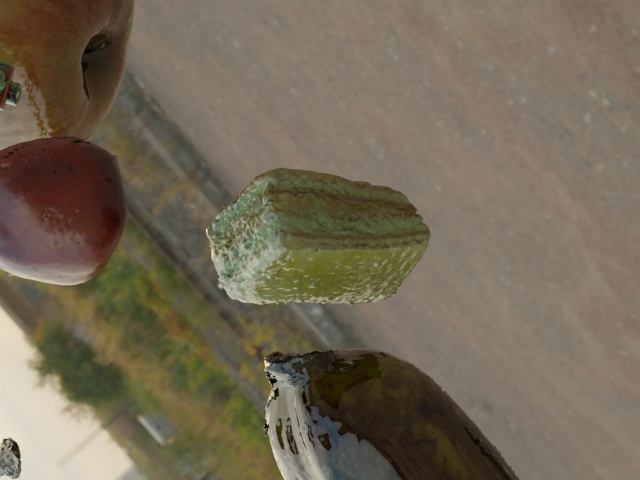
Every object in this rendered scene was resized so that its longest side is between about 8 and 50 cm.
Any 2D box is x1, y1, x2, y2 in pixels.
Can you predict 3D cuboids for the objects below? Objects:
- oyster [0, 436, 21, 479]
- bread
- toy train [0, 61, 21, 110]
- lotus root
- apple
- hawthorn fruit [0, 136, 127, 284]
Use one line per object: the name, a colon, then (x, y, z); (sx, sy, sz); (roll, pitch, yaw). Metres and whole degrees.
oyster: (-0.411, 0.285, 1.495); (0.019, 0.054, 0.083); (7, 171, -39)
bread: (0.000, 0.000, 1.143); (0.138, 0.196, 0.102); (-43, 51, 50)
toy train: (-0.432, -0.193, 1.294); (0.176, 0.074, 0.118); (16, 177, -1)
lotus root: (0.085, 0.258, 1.190); (0.196, 0.179, 0.397); (-31, 103, 40)
apple: (-0.462, -0.311, 1.673); (0.333, 0.400, 0.400); (19, 162, 9)
hawthorn fruit: (-0.272, -0.028, 1.100); (0.148, 0.172, 0.148); (4, 96, 51)
